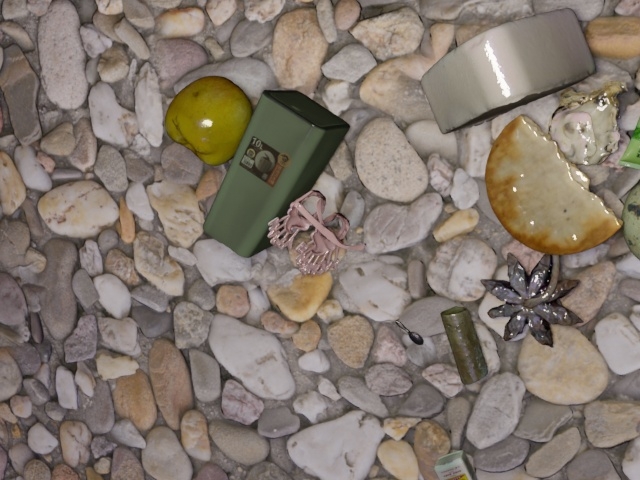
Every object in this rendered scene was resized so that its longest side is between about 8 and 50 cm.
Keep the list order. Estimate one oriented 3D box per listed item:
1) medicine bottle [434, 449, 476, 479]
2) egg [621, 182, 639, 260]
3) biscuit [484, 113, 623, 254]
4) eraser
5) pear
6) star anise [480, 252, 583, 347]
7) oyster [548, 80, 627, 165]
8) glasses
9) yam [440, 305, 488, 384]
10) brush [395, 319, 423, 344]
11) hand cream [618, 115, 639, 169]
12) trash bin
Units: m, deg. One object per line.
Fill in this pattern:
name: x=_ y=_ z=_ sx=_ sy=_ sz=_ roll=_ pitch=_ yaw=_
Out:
medicine bottle: x=0.324 y=0.560 z=1.626 sx=0.074 sy=0.055 sz=0.118 roll=-25 pitch=92 yaw=19
egg: x=0.667 y=-0.033 z=1.366 sx=0.141 sy=0.141 sz=0.182 roll=-21 pitch=94 yaw=20
biscuit: x=0.456 y=-0.092 z=1.447 sx=0.309 sy=0.040 sz=0.204 roll=54 pitch=127 yaw=16
eraser: x=0.385 y=-0.340 z=1.369 sx=0.331 sy=0.331 sz=0.150 roll=-20 pitch=91 yaw=20
pear: x=-0.247 y=-0.276 z=1.594 sx=0.200 sy=0.200 sz=0.200 roll=3 pitch=100 yaw=17
star anise: x=0.456 y=0.116 z=1.494 sx=0.230 sy=0.081 sz=0.262 roll=26 pitch=109 yaw=23
oyster: x=0.545 y=-0.242 z=1.398 sx=0.163 sy=0.081 sz=0.191 roll=51 pitch=138 yaw=1
glasses: x=-0.007 y=0.001 z=1.557 sx=0.162 sy=0.255 sz=0.095 roll=-43 pitch=43 yaw=5
yam: x=0.324 y=0.233 z=1.564 sx=0.068 sy=0.068 sz=0.169 roll=-16 pitch=93 yaw=20
brush: x=0.207 y=0.215 z=1.628 sx=0.083 sy=0.008 sz=0.024 roll=41 pitch=112 yaw=7
hand cream: x=0.668 y=-0.223 z=1.382 sx=0.095 sy=0.046 sz=0.175 roll=16 pitch=106 yaw=12
trash bin: x=-0.101 y=-0.145 z=1.553 sx=0.158 sy=0.223 sz=0.343 roll=33 pitch=109 yaw=10
